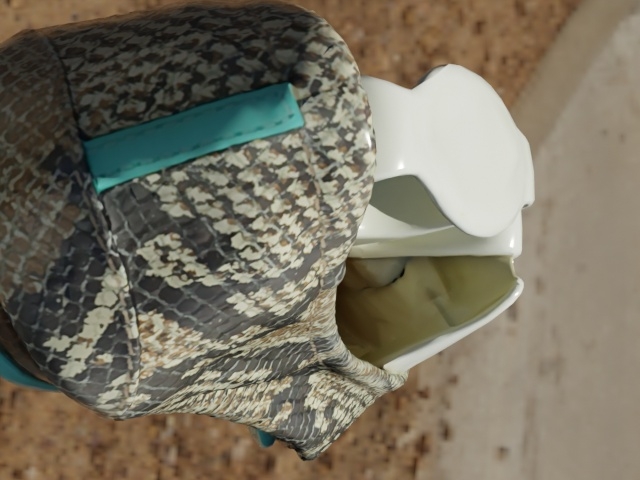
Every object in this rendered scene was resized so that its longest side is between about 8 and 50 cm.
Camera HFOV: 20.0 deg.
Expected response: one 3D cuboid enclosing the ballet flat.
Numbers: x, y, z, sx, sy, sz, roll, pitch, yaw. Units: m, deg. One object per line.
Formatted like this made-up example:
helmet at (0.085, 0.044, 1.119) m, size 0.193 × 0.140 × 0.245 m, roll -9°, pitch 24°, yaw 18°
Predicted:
ballet flat at (0.000, 0.000, 0.735) m, size 0.483 × 0.182 × 0.164 m, roll 38°, pitch 34°, yaw -81°
